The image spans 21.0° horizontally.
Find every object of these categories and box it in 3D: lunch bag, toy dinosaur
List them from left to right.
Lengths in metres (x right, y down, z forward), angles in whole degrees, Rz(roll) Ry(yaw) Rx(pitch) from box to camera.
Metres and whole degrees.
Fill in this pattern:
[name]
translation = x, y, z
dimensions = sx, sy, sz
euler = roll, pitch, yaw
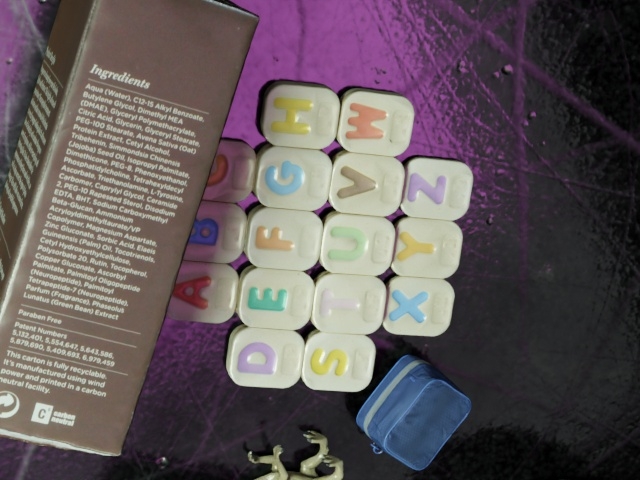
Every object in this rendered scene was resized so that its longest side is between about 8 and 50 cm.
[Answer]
[toy dinosaur]
translation = -0.010, 0.232, 1.627
dimensions = 0.183, 0.053, 0.093
euler = 12, 116, -9
[lunch bag]
translation = 0.083, 0.162, 1.617
dimensions = 0.098, 0.065, 0.067
euler = -50, 125, 1

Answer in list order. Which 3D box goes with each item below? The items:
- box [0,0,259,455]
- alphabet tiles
[box]
translation = -0.185, -0.037, 1.435
dimensions = 0.143, 0.191, 0.382
euler = 14, 101, -17
[alphabet tiles]
translation = 0.000, 0.000, 1.579
dimensions = 0.277, 0.021, 0.284
euler = 5, 102, -15
